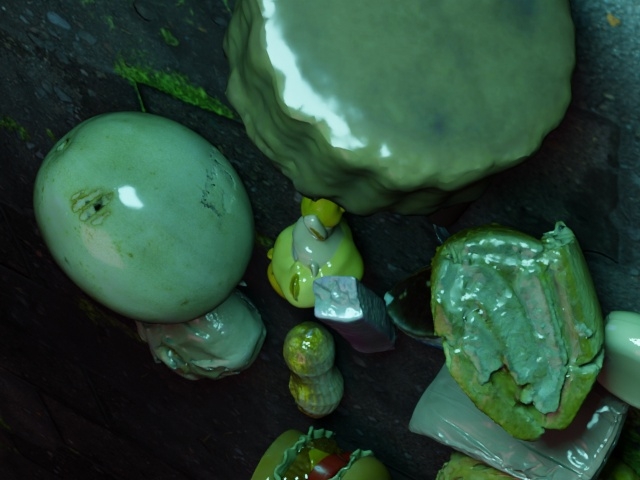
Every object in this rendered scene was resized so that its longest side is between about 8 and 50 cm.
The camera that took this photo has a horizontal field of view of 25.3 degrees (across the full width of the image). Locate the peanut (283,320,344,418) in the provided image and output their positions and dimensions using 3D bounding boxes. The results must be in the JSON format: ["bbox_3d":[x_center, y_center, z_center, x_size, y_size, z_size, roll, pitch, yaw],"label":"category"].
[{"bbox_3d":[-0.009,0.203,2.210,0.087,0.087,0.207,25,146,26],"label":"peanut"}]

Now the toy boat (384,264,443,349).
[{"bbox_3d":[0.189,0.088,1.796,0.115,0.114,0.262,19,169,-29],"label":"toy boat"}]

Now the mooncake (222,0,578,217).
[{"bbox_3d":[0.068,-0.182,1.336,0.324,0.324,0.187,41,158,-2],"label":"mooncake"}]

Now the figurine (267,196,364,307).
[{"bbox_3d":[0.000,0.000,1.861,0.131,0.156,0.246,15,143,3],"label":"figurine"}]

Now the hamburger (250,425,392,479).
[{"bbox_3d":[0.010,0.455,2.361,0.212,0.274,0.274,18,145,23],"label":"hamburger"}]

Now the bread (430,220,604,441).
[{"bbox_3d":[0.230,0.099,1.620,0.186,0.124,0.257,-23,100,14],"label":"bread"}]

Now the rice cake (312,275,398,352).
[{"bbox_3d":[0.052,0.102,1.866,0.072,0.056,0.365,-2,169,10],"label":"rice cake"}]

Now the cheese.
[{"bbox_3d":[0.418,0.169,1.674,0.227,0.064,0.137,33,152,11],"label":"cheese"}]

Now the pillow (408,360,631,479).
[{"bbox_3d":[0.257,0.216,1.833,0.270,0.173,0.067,22,175,32],"label":"pillow"}]

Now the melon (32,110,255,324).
[{"bbox_3d":[-0.229,-0.028,1.955,0.330,0.268,0.268,43,153,-24],"label":"melon"}]

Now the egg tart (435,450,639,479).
[{"bbox_3d":[0.339,0.390,1.978,0.387,0.169,0.388,26,147,19],"label":"egg tart"}]

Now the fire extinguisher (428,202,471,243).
[{"bbox_3d":[0.159,-0.054,1.687,0.064,0.043,0.158,66,156,16],"label":"fire extinguisher"}]

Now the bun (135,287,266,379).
[{"bbox_3d":[-0.209,0.140,2.298,0.239,0.141,0.239,27,150,17],"label":"bun"}]
